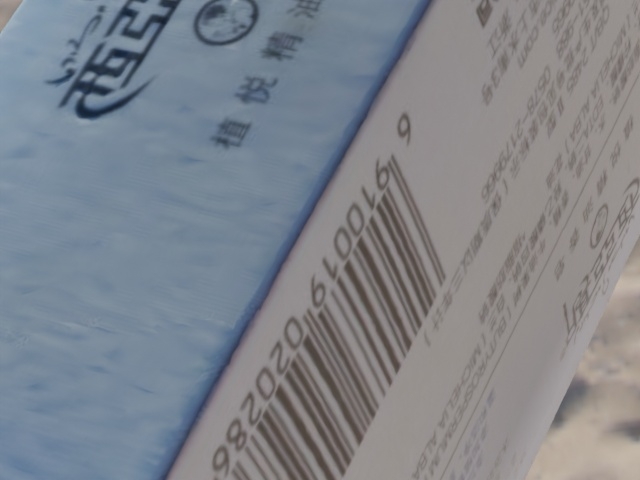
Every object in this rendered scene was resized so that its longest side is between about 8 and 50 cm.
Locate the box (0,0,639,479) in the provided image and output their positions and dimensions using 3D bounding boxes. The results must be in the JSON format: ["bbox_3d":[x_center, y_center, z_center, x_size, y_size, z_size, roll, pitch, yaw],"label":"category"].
[{"bbox_3d":[-0.002,0.000,0.528,0.116,0.203,0.274,15,62,26],"label":"box"}]
